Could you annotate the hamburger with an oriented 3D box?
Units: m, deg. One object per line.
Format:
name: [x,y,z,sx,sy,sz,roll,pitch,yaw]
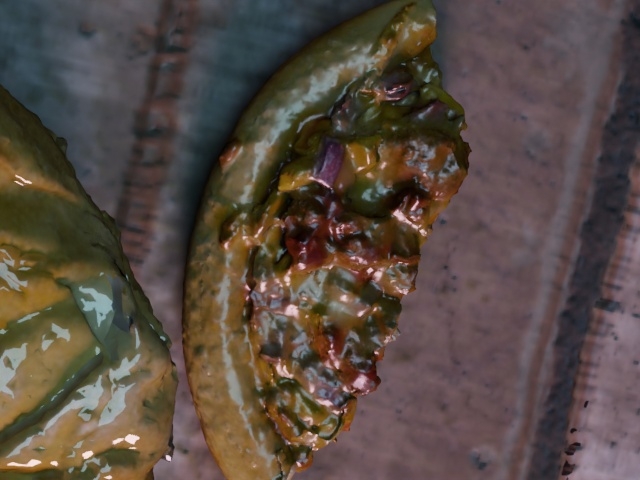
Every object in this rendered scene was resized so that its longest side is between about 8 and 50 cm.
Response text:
hamburger: [-0.203,0.049,0.733,0.259,0.144,0.283,-32,101,-14]

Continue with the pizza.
pizza: [0.002,0.001,0.829,0.127,0.058,0.246,30,91,-19]
